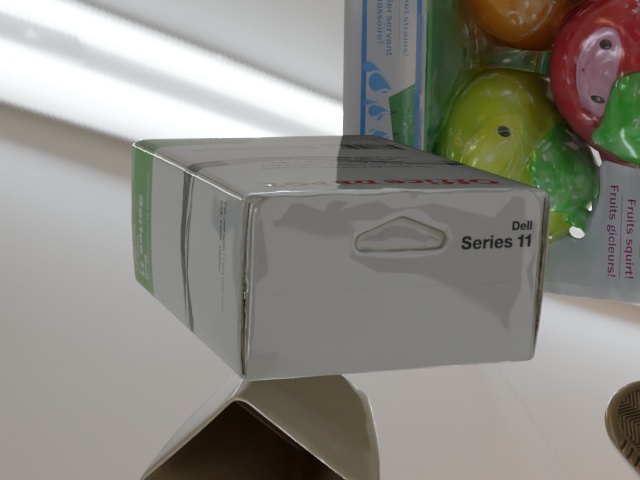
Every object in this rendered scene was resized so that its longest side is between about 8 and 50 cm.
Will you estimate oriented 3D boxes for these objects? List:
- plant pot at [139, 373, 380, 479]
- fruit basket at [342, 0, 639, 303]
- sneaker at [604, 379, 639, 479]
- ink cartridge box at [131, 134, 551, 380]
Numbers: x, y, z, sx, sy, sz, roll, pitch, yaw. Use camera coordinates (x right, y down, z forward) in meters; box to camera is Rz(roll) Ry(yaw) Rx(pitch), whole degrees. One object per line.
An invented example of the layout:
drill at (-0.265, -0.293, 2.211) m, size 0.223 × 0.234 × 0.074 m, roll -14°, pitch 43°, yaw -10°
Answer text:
plant pot at (-0.027, 0.124, 0.849) m, size 0.109 × 0.109 × 0.096 m, roll 40°, pitch -146°, yaw -11°
fruit basket at (0.159, -0.122, 0.911) m, size 0.165 × 0.353 × 0.327 m, roll -1°, pitch -86°, yaw -34°
sneaker at (0.365, 0.234, 1.170) m, size 0.099 × 0.282 × 0.153 m, roll -50°, pitch -27°, yaw -17°
ink cartridge box at (0.000, 0.000, 0.701) m, size 0.153 × 0.208 × 0.087 m, roll -2°, pitch -79°, yaw -20°
